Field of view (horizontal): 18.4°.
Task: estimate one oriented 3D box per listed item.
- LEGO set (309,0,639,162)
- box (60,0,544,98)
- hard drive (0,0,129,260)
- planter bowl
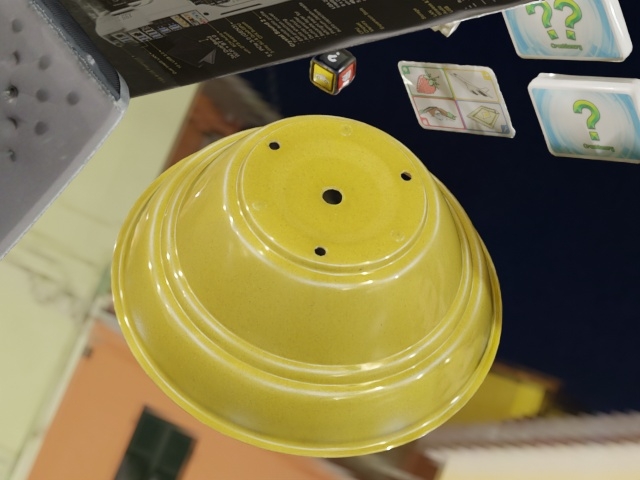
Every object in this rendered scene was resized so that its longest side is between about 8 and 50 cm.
[{"bbox_3d":[0.064,-0.122,1.130,0.244,0.060,0.182,10,-48,45],"label":"LEGO set"},{"bbox_3d":[-0.083,-0.173,0.636,0.242,0.076,0.307,-9,-38,43],"label":"box"},{"bbox_3d":[-0.184,-0.017,0.558,0.172,0.255,0.054,50,18,2],"label":"hard drive"},{"bbox_3d":[0.000,0.000,1.051,0.217,0.217,0.090,20,-37,5],"label":"planter bowl"}]
